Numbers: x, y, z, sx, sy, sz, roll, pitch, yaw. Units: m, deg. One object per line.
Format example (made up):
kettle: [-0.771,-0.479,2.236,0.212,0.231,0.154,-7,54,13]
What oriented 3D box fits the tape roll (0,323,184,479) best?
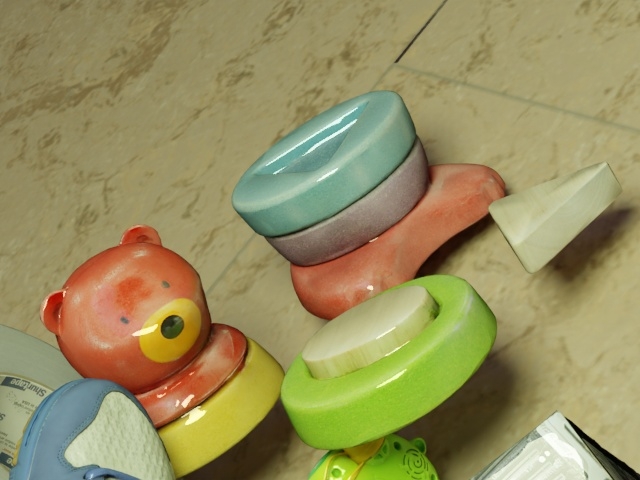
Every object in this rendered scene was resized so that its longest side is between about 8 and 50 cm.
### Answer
tape roll: [-0.189,0.146,1.222,0.072,0.219,0.219,-52,31,21]

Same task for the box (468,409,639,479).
box: [0.056,0.193,0.889,0.242,0.307,0.076,-38,72,4]

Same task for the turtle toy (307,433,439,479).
turtle toy: [0.017,0.164,1.137,0.130,0.095,0.066,-50,15,-12]

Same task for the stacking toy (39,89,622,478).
stacking toy: [0.000,0.000,1.194,0.279,0.130,0.309,-10,29,50]

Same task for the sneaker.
sneaker: [-0.091,0.194,1.049,0.131,0.112,0.296,-40,47,40]
